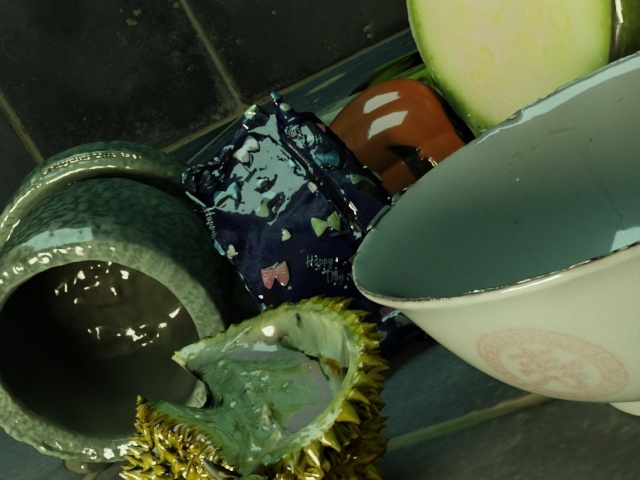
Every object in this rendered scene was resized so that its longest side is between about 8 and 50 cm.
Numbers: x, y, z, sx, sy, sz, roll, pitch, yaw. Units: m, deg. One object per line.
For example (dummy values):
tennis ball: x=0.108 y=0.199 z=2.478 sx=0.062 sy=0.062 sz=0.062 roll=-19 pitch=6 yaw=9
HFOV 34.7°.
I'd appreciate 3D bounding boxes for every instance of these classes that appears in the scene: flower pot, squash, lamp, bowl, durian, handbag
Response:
flower pot: x=-0.193 y=0.059 z=1.035 sx=0.299 sy=0.299 sz=0.283 roll=-28 pitch=24 yaw=7
squash: x=0.309 y=-0.261 z=1.003 sx=0.384 sy=0.263 sz=0.263 roll=-23 pitch=8 yaw=-33
lamp: x=0.083 y=-0.063 z=1.032 sx=0.164 sy=0.188 sz=0.187 roll=-35 pitch=12 yaw=17
bowl: x=0.204 y=0.002 z=0.616 sx=0.345 sy=0.157 sz=0.345 roll=-28 pitch=14 yaw=8
durian: x=-0.028 y=0.139 z=0.644 sx=0.193 sy=0.138 sz=0.237 roll=-25 pitch=11 yaw=6
handbag: x=0.000 y=0.000 z=0.905 sx=0.162 sy=0.260 sz=0.113 roll=-39 pitch=-19 yaw=-3

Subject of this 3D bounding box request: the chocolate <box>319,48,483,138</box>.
chocolate: x=0.171 y=-0.201 z=1.442 sx=0.288 sy=0.137 sz=0.301 roll=-21 pitch=17 yaw=32
